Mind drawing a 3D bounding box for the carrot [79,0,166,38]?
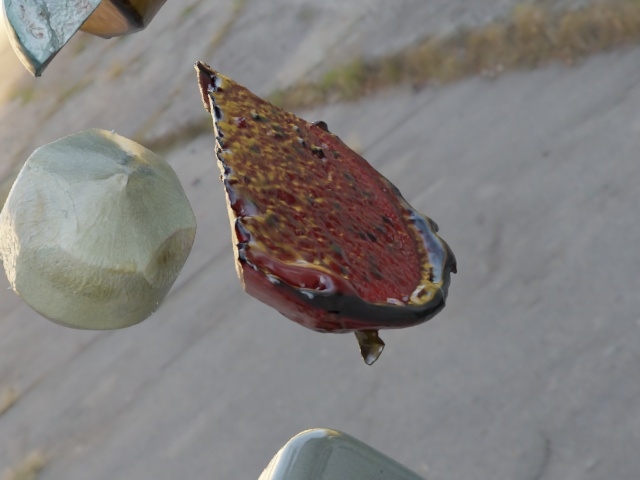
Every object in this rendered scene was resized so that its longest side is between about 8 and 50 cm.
[{"bbox_3d":[-0.159,-0.367,1.552,0.341,0.224,0.224,-59,20,-13],"label":"carrot"}]

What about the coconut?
[{"bbox_3d":[-0.187,-0.015,1.376,0.162,0.161,0.161,-58,1,38],"label":"coconut"}]

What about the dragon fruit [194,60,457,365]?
[{"bbox_3d":[0.000,0.000,1.499,0.100,0.282,0.344,-56,26,25],"label":"dragon fruit"}]

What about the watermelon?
[{"bbox_3d":[-0.164,-0.136,1.017,0.061,0.085,0.085,-21,16,0],"label":"watermelon"}]

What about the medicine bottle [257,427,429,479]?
[{"bbox_3d":[0.021,0.352,1.458,0.123,0.282,0.375,-50,11,40],"label":"medicine bottle"}]
